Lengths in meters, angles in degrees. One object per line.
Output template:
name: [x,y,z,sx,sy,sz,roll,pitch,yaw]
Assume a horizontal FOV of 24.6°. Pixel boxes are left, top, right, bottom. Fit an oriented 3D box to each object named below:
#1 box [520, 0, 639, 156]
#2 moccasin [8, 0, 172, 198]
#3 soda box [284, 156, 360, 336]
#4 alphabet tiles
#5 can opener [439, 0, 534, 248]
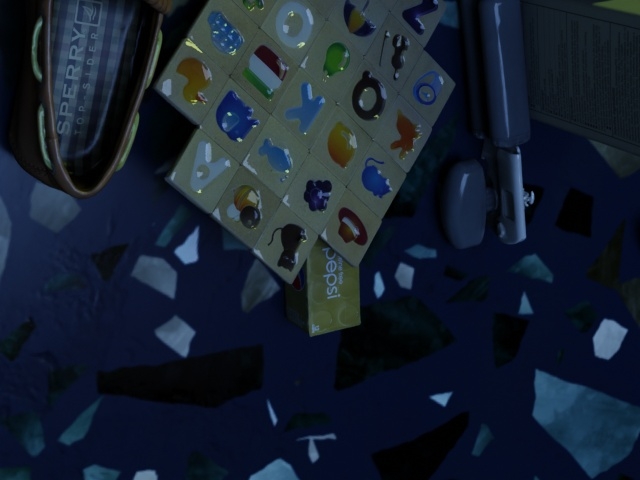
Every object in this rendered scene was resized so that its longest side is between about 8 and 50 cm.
box: [0.310,-0.174,1.436,0.121,0.311,0.148,-15,114,-23]
moccasin: [-0.187,-0.224,1.253,0.139,0.147,0.380,11,101,-31]
soda box: [0.000,0.000,1.480,0.061,0.058,0.181,-11,112,-25]
alphabet tiles: [-0.005,-0.147,1.398,0.285,0.011,0.342,42,67,-32]
can opener: [0.173,-0.121,1.521,0.093,0.074,0.280,-12,111,-24]
